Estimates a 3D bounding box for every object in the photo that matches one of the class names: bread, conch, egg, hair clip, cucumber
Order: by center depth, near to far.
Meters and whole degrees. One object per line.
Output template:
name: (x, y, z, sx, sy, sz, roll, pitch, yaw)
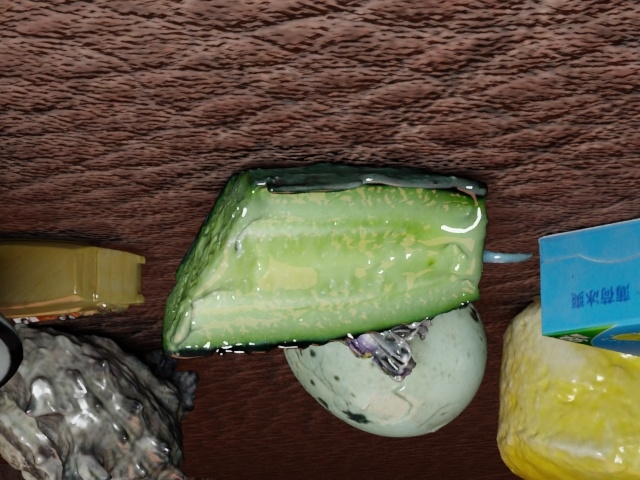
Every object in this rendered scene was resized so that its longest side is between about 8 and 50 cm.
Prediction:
cucumber: (0.000, 0.000, 0.876, 0.192, 0.115, 0.086, -3, -150, -3)
hair clip: (-0.010, 0.036, 0.977, 0.172, 0.049, 0.116, 24, 172, 21)
egg: (0.042, 0.079, 1.088, 0.164, 0.131, 0.131, -2, 167, 36)
bread: (0.241, 0.136, 1.217, 0.197, 0.171, 0.197, 0, 165, 0)
conch: (-0.237, 0.170, 1.416, 0.240, 0.186, 0.313, 30, -178, -5)

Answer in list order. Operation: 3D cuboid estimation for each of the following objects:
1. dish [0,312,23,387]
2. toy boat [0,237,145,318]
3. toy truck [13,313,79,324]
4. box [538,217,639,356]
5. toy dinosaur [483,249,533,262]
dish: (-0.320, 0.023, 0.803, 0.316, 0.106, 0.316, -3, 159, -1)
toy boat: (-0.222, 0.030, 1.062, 0.200, 0.057, 0.077, -2, 171, 11)
toy truck: (-0.227, 0.051, 1.211, 0.083, 0.024, 0.032, -7, 142, 22)
box: (0.262, 0.037, 1.017, 0.194, 0.073, 0.139, 13, 162, -41)
toy dinosaur: (0.048, 0.006, 0.974, 0.197, 0.045, 0.080, 0, 173, 44)
